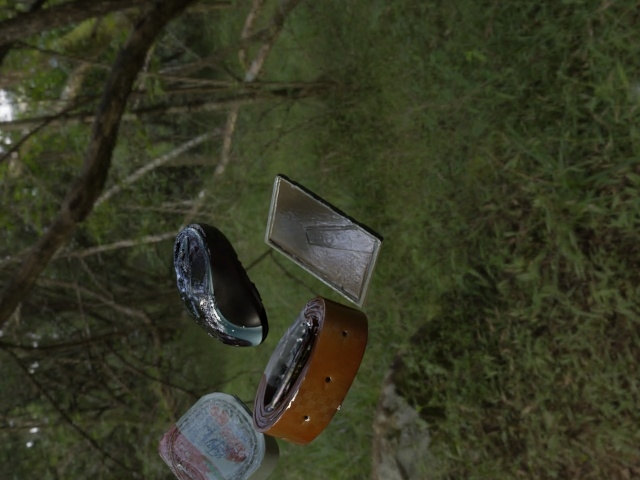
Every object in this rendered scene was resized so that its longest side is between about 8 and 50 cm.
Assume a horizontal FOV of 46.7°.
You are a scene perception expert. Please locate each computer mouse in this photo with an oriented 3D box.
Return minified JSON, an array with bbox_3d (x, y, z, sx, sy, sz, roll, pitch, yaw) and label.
[{"bbox_3d":[-0.174,0.085,1.216,0.137,0.096,0.233,-8,113,52],"label":"computer mouse"}]

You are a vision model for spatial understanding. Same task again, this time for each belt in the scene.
[{"bbox_3d":[-0.019,0.222,1.270,0.262,0.105,0.184,-64,20,8],"label":"belt"}]

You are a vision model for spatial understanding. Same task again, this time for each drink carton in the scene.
[{"bbox_3d":[-0.176,0.426,1.496,0.185,0.191,0.189,41,176,29],"label":"drink carton"}]

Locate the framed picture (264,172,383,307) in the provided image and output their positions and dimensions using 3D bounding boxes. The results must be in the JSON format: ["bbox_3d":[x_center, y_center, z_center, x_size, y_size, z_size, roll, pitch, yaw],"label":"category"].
[{"bbox_3d":[0.001,0.000,1.497,0.265,0.018,0.192,34,136,21],"label":"framed picture"}]
